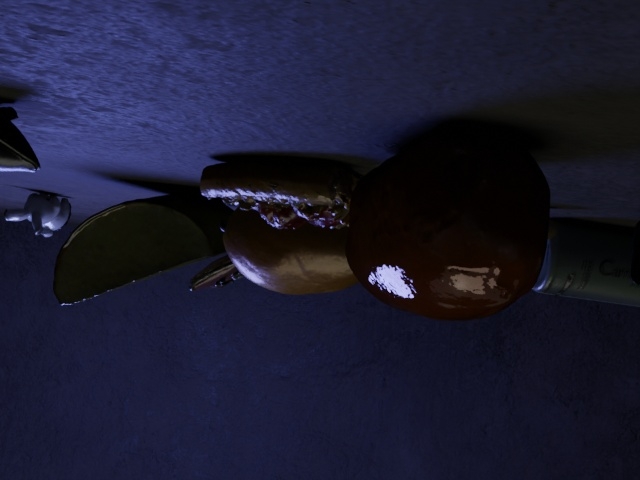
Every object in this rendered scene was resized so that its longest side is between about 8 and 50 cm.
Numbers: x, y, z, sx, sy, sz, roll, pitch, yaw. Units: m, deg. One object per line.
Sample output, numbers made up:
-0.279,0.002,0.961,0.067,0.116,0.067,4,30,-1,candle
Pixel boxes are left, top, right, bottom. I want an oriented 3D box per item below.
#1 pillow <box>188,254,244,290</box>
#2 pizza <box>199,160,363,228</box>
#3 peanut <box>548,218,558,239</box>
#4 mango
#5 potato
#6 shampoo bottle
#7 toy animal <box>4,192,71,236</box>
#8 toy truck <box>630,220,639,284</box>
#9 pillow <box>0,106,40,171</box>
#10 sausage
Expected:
-0.082,0.018,1.467,0.232,0.043,0.126,-24,178,16,pillow
-0.006,-0.037,0.977,0.198,0.062,0.188,9,179,-45,pizza
0.202,-0.020,1.015,0.083,0.037,0.037,8,177,16,peanut
0.000,0.000,1.125,0.227,0.109,0.147,-2,142,20,mango
-0.221,-0.007,1.439,0.269,0.112,0.255,-16,-179,23,potato
0.372,0.035,1.130,0.262,0.085,0.085,8,177,-9,shampoo bottle
-0.509,-0.053,1.798,0.071,0.085,0.124,24,173,7,toy animal
0.401,0.015,0.927,0.201,0.074,0.088,5,-175,25,toy truck
-0.288,-0.085,0.804,0.091,0.055,0.135,13,172,-41,pillow
0.085,-0.006,0.720,0.133,0.133,0.258,8,177,-11,sausage
